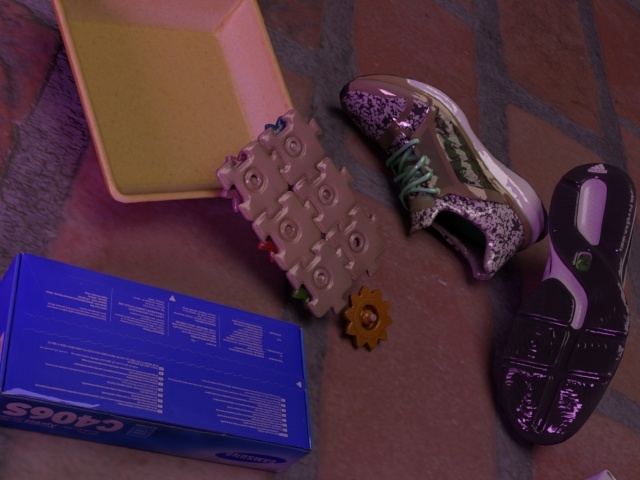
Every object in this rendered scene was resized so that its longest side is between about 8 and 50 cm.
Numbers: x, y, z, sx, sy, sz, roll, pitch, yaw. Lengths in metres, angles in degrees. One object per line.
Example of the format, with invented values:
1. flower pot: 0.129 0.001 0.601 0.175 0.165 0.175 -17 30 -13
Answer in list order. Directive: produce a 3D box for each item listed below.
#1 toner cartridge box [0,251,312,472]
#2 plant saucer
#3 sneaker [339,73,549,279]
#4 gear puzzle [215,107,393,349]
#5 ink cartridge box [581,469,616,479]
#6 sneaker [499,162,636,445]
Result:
1. toner cartridge box: -0.177 0.140 0.978 0.348 0.075 0.165 18 49 -29
2. plant saucer: -0.191 -0.195 1.207 0.333 0.081 0.333 -7 72 -42
3. sneaker: 0.179 -0.098 1.433 0.410 0.158 0.182 41 52 0
4. gear puzzle: 0.000 0.000 1.205 0.175 0.044 0.339 -45 110 -31
5. ink cartridge box: 0.176 0.385 0.901 0.129 0.307 0.223 53 41 7
6. sneaker: 0.417 0.129 1.421 0.257 0.169 0.447 51 54 -56
